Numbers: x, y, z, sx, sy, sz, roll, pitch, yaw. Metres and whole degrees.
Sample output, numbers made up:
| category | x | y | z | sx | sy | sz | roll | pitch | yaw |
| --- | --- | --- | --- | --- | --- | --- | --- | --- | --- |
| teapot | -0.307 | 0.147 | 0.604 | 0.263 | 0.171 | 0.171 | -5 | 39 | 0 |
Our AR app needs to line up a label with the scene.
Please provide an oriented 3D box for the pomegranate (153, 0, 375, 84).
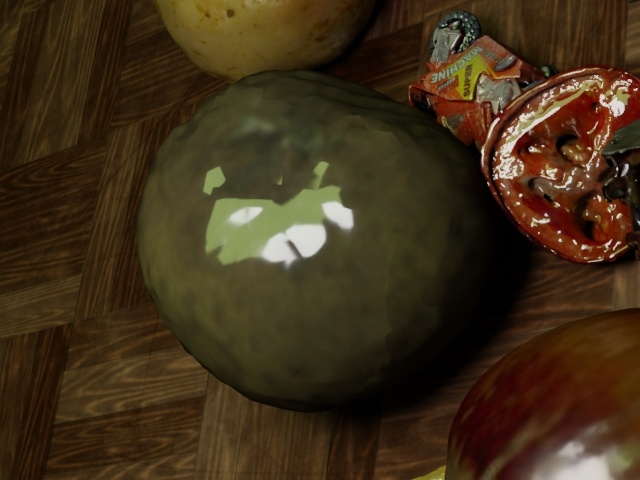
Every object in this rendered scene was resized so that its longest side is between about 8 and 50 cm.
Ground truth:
| category | x | y | z | sx | sy | sz | roll | pitch | yaw |
| --- | --- | --- | --- | --- | --- | --- | --- | --- | --- |
| pomegranate | -0.075 | -0.384 | 2.352 | 0.342 | 0.342 | 0.343 | -24 | 52 | 35 |

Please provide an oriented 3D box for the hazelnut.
| category | x | y | z | sx | sy | sz | roll | pitch | yaw |
| --- | --- | --- | --- | --- | --- | --- | --- | --- | --- |
| hazelnut | 0.315 | 0.259 | 1.490 | 0.402 | 0.402 | 0.429 | -31 | 54 | 31 |

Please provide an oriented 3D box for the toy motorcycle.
| category | x | y | z | sx | sy | sz | roll | pitch | yaw |
| --- | --- | --- | --- | --- | --- | --- | --- | --- | --- |
| toy motorcycle | 0.207 | -0.173 | 2.089 | 0.171 | 0.089 | 0.298 | -54 | 41 | 10 |

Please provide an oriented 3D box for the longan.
| category | x | y | z | sx | sy | sz | roll | pitch | yaw |
| --- | --- | --- | --- | --- | --- | --- | --- | --- | --- |
| longan | -0.006 | 0.006 | 2.005 | 0.435 | 0.404 | 0.404 | 24 | 86 | 23 |

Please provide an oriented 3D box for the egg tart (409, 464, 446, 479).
| category | x | y | z | sx | sy | sz | roll | pitch | yaw |
| --- | --- | --- | --- | --- | --- | --- | --- | --- | --- |
| egg tart | 0.177 | 0.372 | 1.783 | 0.294 | 0.123 | 0.294 | -21 | 58 | 38 |

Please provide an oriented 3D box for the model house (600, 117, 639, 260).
| category | x | y | z | sx | sy | sz | roll | pitch | yaw |
| --- | --- | --- | --- | --- | --- | --- | --- | --- | --- |
| model house | 0.402 | 0.010 | 1.649 | 0.317 | 0.297 | 0.283 | -5 | 105 | 65 |

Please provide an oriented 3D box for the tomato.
| category | x | y | z | sx | sy | sz | roll | pitch | yaw |
| --- | --- | --- | --- | --- | --- | --- | --- | --- | --- |
| tomato | 0.302 | -0.086 | 1.908 | 0.227 | 0.101 | 0.228 | 0 | 91 | 17 |
